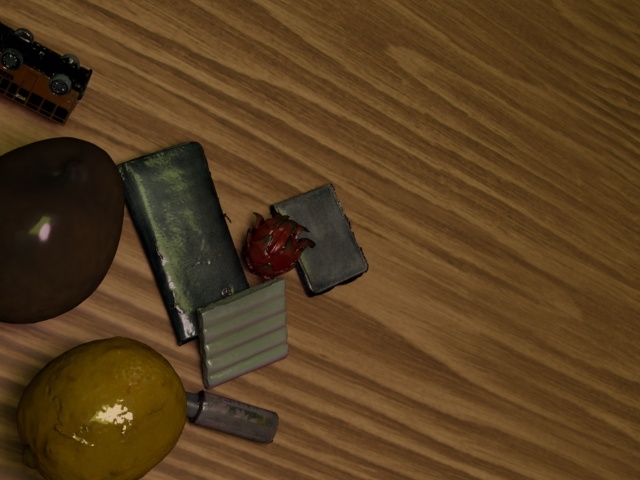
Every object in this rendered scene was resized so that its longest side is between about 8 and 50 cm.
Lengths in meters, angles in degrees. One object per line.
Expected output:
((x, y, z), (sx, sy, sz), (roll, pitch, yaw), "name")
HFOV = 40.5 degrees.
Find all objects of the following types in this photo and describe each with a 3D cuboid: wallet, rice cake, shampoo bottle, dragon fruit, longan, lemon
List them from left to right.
((-0.475, -0.024, 1.471), (0.288, 0.288, 0.350), (34, 56, -19), "longan")
((-0.365, 0.291, 1.472), (0.284, 0.260, 0.261), (-13, 85, -18), "lemon")
((-0.262, 0.000, 1.719), (0.190, 0.046, 0.379), (-20, 89, -31), "wallet")
((-0.185, 0.335, 1.670), (0.214, 0.072, 0.072), (22, 68, -24), "shampoo bottle")
((-0.148, 0.182, 1.713), (0.198, 0.037, 0.189), (-12, 107, -34), "rice cake")
((-0.093, 0.012, 1.775), (0.130, 0.121, 0.142), (28, 80, -46), "dragon fruit")
((-0.001, 0.001, 1.878), (0.167, 0.036, 0.222), (-24, 89, -31), "wallet")

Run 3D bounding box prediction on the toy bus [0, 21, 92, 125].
((-0.538, -0.308, 1.596), (0.201, 0.114, 0.098), (27, 37, -22), "toy bus")
